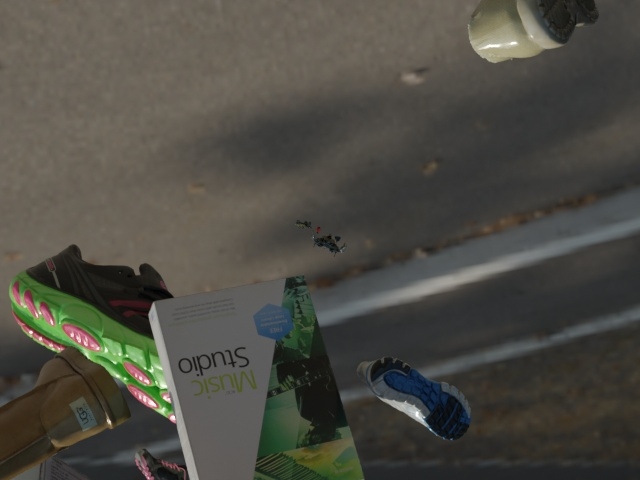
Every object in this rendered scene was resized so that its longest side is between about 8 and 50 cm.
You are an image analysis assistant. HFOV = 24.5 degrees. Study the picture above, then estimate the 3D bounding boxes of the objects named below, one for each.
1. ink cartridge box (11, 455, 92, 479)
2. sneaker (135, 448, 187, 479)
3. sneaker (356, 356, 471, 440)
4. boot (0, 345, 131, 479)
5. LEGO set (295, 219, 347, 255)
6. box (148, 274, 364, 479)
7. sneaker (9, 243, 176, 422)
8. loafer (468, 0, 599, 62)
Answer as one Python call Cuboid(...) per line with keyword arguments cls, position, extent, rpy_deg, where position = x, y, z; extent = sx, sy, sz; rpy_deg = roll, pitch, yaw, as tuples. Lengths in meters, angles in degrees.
Cuboid(cls="ink cartridge box", position=(-0.377, 0.376, 1.911), extent=(0.239, 0.060, 0.275), rpy_deg=(-18, 142, 21))
Cuboid(cls="sneaker", position=(-0.222, 0.334, 2.124), extent=(0.057, 0.047, 0.119), rpy_deg=(-38, 124, -10))
Cuboid(cls="sneaker", position=(0.131, 0.217, 2.090), extent=(0.190, 0.071, 0.083), rpy_deg=(36, 167, -22))
Cuboid(cls="boot", position=(-0.345, 0.205, 1.501), extent=(0.269, 0.089, 0.236), rpy_deg=(-27, -176, -19))
Cuboid(cls="LEGO set", position=(0.001, 0.000, 1.917), extent=(0.054, 0.023, 0.083), rpy_deg=(15, -168, -35))
Cuboid(cls="box", position=(-0.093, 0.219, 2.081), extent=(0.232, 0.322, 0.058), rpy_deg=(-10, 160, -18))
Cuboid(cls="sneaker", position=(-0.288, 0.140, 2.437), extent=(0.482, 0.202, 0.185), rpy_deg=(29, 144, 17))
Cuboid(cls="loafer", position=(0.204, -0.235, 1.434), extent=(0.092, 0.102, 0.268), rpy_deg=(-16, -171, 23))
